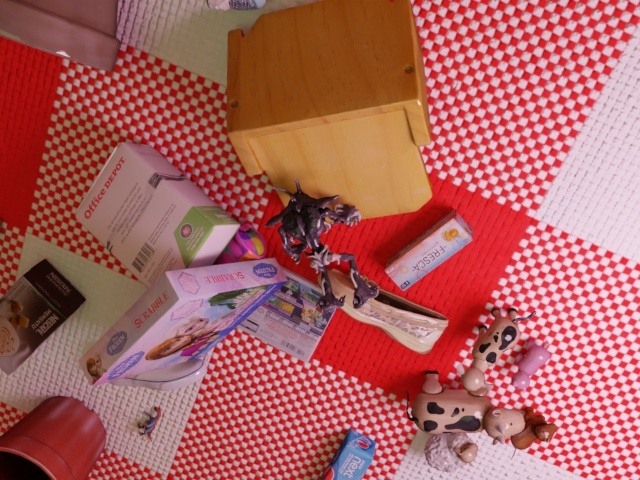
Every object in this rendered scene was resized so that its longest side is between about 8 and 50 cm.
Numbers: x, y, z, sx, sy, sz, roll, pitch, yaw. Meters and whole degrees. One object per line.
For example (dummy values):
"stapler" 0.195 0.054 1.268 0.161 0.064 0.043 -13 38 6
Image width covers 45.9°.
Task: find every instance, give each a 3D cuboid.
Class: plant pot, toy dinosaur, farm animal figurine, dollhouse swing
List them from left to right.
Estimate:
"plant pot" -0.661 0.526 1.801 0.272 0.265 0.272 4 112 11
"plant pot" -0.492 -0.490 1.359 0.323 0.323 0.280 20 98 4
"toy dinosaur" -0.412 0.442 1.847 0.082 0.047 0.090 -30 136 13
"dollhouse swing" 0.040 -0.238 1.451 0.346 0.305 0.315 -9 68 16
"farm animal figurine" 0.328 0.328 1.552 0.326 0.172 0.330 -18 107 19

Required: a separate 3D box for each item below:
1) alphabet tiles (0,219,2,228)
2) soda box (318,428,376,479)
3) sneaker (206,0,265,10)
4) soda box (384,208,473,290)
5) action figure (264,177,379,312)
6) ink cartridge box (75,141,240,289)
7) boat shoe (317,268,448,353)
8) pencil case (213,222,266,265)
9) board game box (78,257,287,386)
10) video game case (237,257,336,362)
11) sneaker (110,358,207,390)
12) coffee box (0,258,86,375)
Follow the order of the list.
"alphabet tiles" -0.876 -0.058 1.747 0.284 0.021 0.278 28 114 0
"soda box" 0.050 0.544 1.759 0.071 0.067 0.210 28 114 0
"sneaker" -0.130 -0.553 1.354 0.122 0.110 0.283 7 117 -10
"soda box" 0.217 0.020 1.515 0.183 0.058 0.063 -39 99 24
"action figure" 0.000 0.000 1.450 0.164 0.141 0.276 -21 104 16
"ink cartridge box" -0.332 -0.040 1.529 0.273 0.115 0.198 41 106 15
"boat shoe" 0.127 0.127 1.562 0.285 0.104 0.089 30 110 -11
"pencil case" -0.226 0.053 1.607 0.236 0.104 0.104 -33 101 21
"board game box" -0.271 0.160 1.527 0.318 0.318 0.066 -43 70 30
"video game case" -0.080 0.151 1.654 0.201 0.023 0.183 27 115 2
"sneaker" -0.388 0.284 1.736 0.258 0.094 0.091 -4 115 15
"coffee box" -0.683 0.179 1.757 0.246 0.098 0.141 -39 99 23
